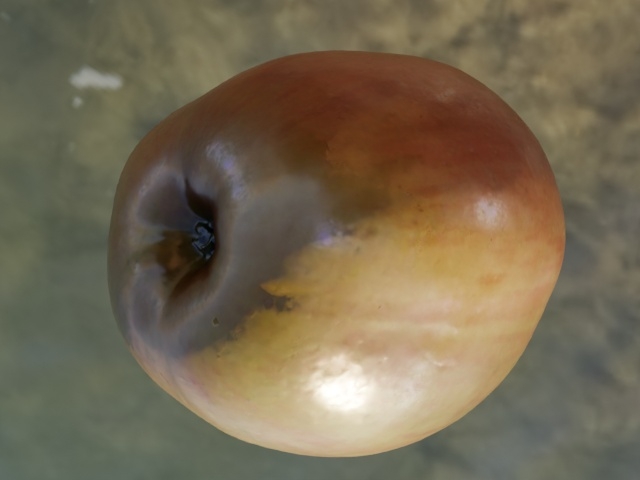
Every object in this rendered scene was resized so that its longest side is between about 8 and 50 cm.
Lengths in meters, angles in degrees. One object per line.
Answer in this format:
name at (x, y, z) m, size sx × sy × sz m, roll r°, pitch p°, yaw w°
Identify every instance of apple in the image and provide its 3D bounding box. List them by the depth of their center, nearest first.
apple at (0.000, 0.000, 0.804) m, size 0.242 × 0.241 × 0.242 m, roll -1°, pitch 88°, yaw 36°
